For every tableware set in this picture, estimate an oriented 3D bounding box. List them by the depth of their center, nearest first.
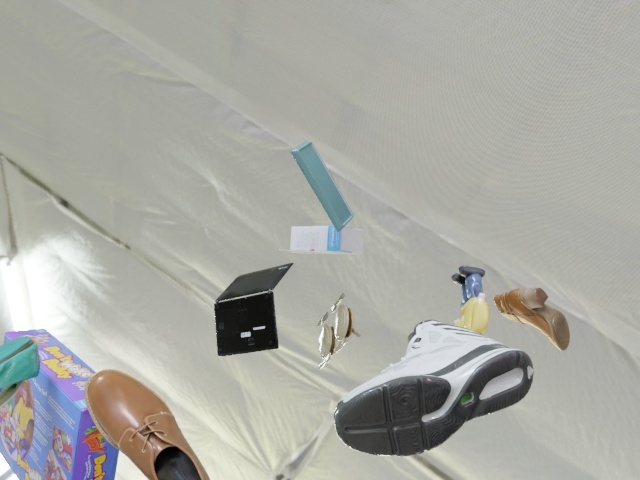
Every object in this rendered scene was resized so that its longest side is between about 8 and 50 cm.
[{"bbox_3d":[0.043,0.226,1.186,0.039,0.128,0.194,10,-36,-18],"label":"tableware set"}]

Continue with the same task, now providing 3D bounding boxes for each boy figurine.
[{"bbox_3d":[0.425,0.223,1.390,0.092,0.285,0.177,13,-31,-4],"label":"boy figurine"}]

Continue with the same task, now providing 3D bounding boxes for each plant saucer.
[{"bbox_3d":[0.008,-0.113,0.992,0.018,0.067,0.192,-20,-75,40],"label":"plant saucer"}]

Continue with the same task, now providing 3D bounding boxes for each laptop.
[{"bbox_3d":[-0.201,0.214,1.513,0.234,0.136,0.264,-15,-105,30],"label":"laptop"}]

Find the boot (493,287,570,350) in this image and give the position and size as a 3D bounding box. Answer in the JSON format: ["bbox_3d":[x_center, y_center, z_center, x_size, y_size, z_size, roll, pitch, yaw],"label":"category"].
[{"bbox_3d":[0.582,0.216,1.339,0.197,0.073,0.152,61,-30,-2],"label":"boot"}]

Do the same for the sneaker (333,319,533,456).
[{"bbox_3d":[0.212,0.311,1.083,0.257,0.447,0.169,-154,-126,-69],"label":"sneaker"}]

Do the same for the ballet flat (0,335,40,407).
[{"bbox_3d":[-0.513,0.227,0.698,0.083,0.247,0.087,-8,-78,25],"label":"ballet flat"}]

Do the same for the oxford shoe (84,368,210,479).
[{"bbox_3d":[-0.199,0.228,0.568,0.212,0.076,0.076,43,-31,10],"label":"oxford shoe"}]

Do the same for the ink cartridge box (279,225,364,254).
[{"bbox_3d":[0.000,0.000,1.163,0.181,0.104,0.062,-1,-96,35],"label":"ink cartridge box"}]

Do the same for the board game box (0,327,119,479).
[{"bbox_3d":[-0.495,0.334,0.895,0.347,0.078,0.233,18,-81,38],"label":"board game box"}]
